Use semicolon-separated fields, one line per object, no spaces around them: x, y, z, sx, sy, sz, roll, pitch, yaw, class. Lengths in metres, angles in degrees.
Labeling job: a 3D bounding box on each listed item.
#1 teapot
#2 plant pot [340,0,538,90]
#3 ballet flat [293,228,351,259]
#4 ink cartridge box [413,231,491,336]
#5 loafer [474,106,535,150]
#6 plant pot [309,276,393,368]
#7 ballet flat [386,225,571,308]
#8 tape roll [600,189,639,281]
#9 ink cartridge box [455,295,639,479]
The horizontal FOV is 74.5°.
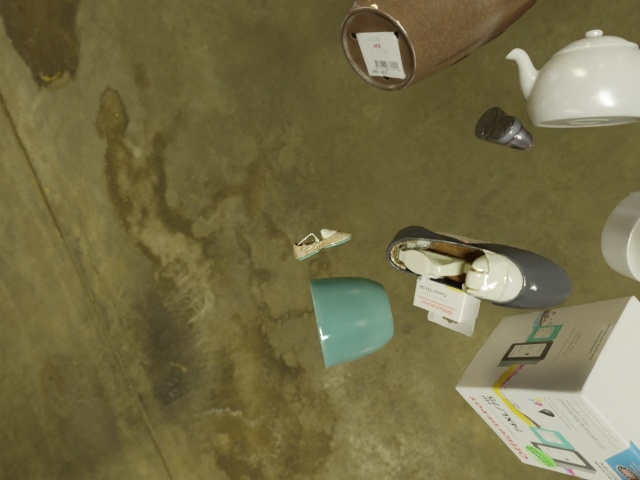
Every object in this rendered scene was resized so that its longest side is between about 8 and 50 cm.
0.573;-0.342;0.885;0.253;0.256;0.186;-159;68;-65;teapot
0.136;-0.302;0.531;0.216;0.215;0.230;32;70;22;plant pot
0.000;0.000;1.396;0.207;0.073;0.067;-23;99;8;ballet flat
0.261;0.089;0.853;0.115;0.067;0.197;17;105;48;ink cartridge box
0.547;-0.325;1.262;0.095;0.302;0.109;32;113;-8;loafer
0.104;0.250;1.381;0.236;0.293;0.292;-10;91;-3;plant pot
0.160;0.033;0.469;0.203;0.074;0.074;20;105;39;ballet flat
0.988;-0.011;1.239;0.287;0.100;0.285;-3;107;-10;tape roll
0.415;0.245;0.696;0.198;0.197;0.270;48;155;0;ink cartridge box
